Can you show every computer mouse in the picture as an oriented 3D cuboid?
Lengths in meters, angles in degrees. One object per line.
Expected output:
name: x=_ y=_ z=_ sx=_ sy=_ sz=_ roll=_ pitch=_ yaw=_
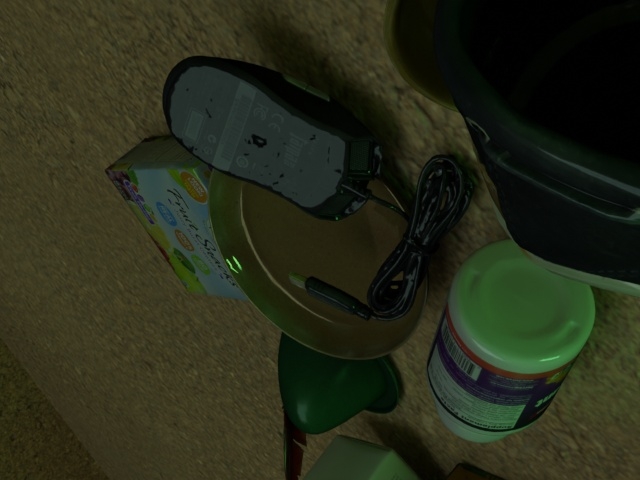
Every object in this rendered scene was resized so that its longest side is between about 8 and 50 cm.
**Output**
computer mouse: x=-0.012 y=-0.044 z=0.930 sx=0.262 sy=0.060 sz=0.184 roll=24 pitch=127 yaw=9

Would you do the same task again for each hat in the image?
hat: x=-0.032 y=0.181 z=1.216 sx=0.208 sy=0.183 sz=0.173 roll=48 pitch=154 yaw=1

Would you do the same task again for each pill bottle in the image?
pill bottle: x=0.142 y=0.090 z=0.900 sx=0.108 sy=0.108 sz=0.193 roll=38 pitch=155 yaw=17

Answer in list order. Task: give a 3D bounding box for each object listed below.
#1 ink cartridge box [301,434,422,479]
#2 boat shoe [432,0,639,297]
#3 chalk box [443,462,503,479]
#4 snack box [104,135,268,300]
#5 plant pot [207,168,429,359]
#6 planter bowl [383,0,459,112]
ink cartridge box: x=0.074 y=0.397 z=1.315 sx=0.283 sy=0.207 sz=0.117 roll=49 pitch=157 yaw=-24
boat shoe: x=0.251 y=-0.048 z=0.332 sx=0.500 sy=0.186 sz=0.156 roll=5 pitch=160 yaw=38
chalk box: x=0.205 y=0.416 z=1.207 sx=0.179 sy=0.180 sz=0.289 roll=15 pitch=140 yaw=49
snack box: x=-0.115 y=-0.024 z=1.185 sx=0.207 sy=0.070 sz=0.174 roll=2 pitch=130 yaw=55
plant pot: x=0.000 y=0.000 z=1.016 sx=0.236 sy=0.032 sz=0.236 roll=21 pitch=129 yaw=27
planter bowl: x=0.131 y=-0.147 z=0.529 sx=0.217 sy=0.217 sz=0.090 roll=109 pitch=157 yaw=-63
